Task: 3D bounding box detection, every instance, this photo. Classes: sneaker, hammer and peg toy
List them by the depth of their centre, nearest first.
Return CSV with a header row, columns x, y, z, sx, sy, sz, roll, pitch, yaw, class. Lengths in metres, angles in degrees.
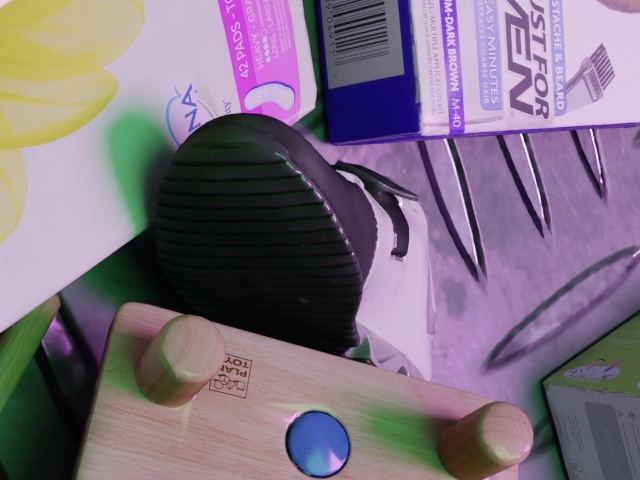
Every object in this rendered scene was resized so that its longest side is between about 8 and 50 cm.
x,y,z,sx,sy,sz,roll,pitch,yaw,class
-0.064,0.158,0.622,0.361,0.127,0.266,18,62,-14,hammer and peg toy
0.000,0.000,0.734,0.330,0.122,0.146,63,36,-55,sneaker

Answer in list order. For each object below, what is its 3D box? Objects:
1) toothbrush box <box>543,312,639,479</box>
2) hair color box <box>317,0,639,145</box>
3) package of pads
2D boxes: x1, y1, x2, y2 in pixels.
x,y,z,sx,sy,sz,roll,pitch,yaw,class
0.348,0.157,1.034,0.283,0.122,0.206,-27,107,-36,toothbrush box
0.159,-0.173,0.895,0.339,0.110,0.185,-8,94,-39,hair color box
-0.138,-0.103,0.625,0.296,0.101,0.229,-38,138,-31,package of pads
